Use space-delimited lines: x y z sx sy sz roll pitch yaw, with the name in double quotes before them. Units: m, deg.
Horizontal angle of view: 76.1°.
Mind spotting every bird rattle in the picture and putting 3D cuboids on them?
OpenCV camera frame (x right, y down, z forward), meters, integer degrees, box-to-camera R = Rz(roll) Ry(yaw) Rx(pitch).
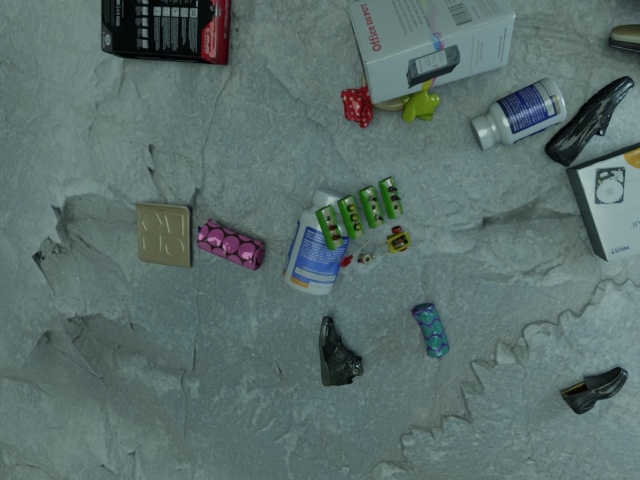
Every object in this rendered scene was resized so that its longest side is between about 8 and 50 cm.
"bird rattle" 0.177 -0.389 1.047 0.253 0.143 0.207 11 92 26

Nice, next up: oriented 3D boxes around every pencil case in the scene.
"pencil case" -0.269 0.012 1.239 0.209 0.095 0.098 22 85 8
"pencil case" 0.307 0.252 1.142 0.070 0.064 0.152 -21 95 1

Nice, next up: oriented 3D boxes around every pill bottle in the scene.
"pill bottle" 0.000 0.000 1.130 0.152 0.152 0.272 21 105 10
"pill bottle" 0.461 -0.291 0.970 0.186 0.112 0.112 -23 94 17

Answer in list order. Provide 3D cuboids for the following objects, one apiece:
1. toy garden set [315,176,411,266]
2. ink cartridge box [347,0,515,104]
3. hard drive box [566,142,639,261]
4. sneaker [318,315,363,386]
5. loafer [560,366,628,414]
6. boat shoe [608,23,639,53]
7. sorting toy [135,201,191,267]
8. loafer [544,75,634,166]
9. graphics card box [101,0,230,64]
"toy garden set" 0.130 -0.029 1.066 0.244 0.049 0.204 -27 108 -22
"ink cartridge box" 0.234 -0.462 0.915 0.306 0.131 0.226 -14 59 10
"hard drive box" 0.716 -0.092 0.953 0.181 0.089 0.232 -21 95 18
"sneaker" 0.062 0.329 1.214 0.130 0.087 0.228 -3 103 14
"loafer" 0.712 0.380 1.063 0.061 0.062 0.170 44 107 8
"boat shoe" 0.766 -0.393 0.878 0.285 0.103 0.092 16 137 12
"sorting toy" -0.505 -0.019 1.325 0.192 0.038 0.208 6 107 14
"loafer" 0.631 -0.273 0.951 0.078 0.076 0.223 38 112 0
"graphics card box" -0.436 -0.633 1.153 0.370 0.094 0.233 8 103 12
